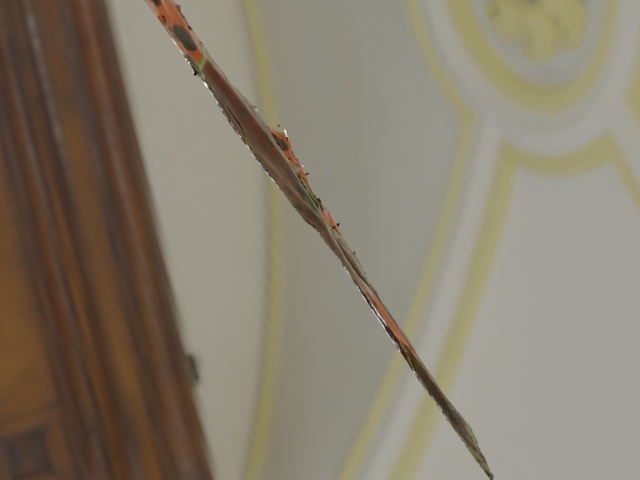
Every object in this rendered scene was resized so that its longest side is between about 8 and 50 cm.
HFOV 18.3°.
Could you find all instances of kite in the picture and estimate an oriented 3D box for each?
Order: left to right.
[{"bbox_3d":[0.001,-0.001,0.392,0.125,0.008,0.222,57,2,23],"label":"kite"}]
